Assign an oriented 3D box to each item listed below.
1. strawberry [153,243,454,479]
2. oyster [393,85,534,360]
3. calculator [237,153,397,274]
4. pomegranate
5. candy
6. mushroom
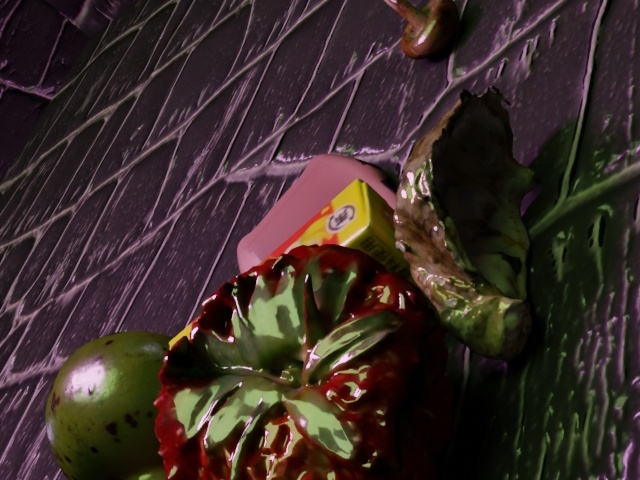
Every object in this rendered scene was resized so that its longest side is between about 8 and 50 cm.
[{"bbox_3d":[-0.006,0.153,0.922,0.261,0.258,0.261,-11,54,16],"label":"strawberry"},{"bbox_3d":[0.139,-0.029,1.010,0.094,0.166,0.294,-37,15,36],"label":"oyster"},{"bbox_3d":[0.000,0.000,1.295,0.220,0.048,0.329,-48,27,0],"label":"calculator"},{"bbox_3d":[-0.189,0.207,1.182,0.202,0.202,0.248,-38,55,26],"label":"pomegranate"},{"bbox_3d":[-0.009,0.085,1.075,0.276,0.146,0.088,-39,27,20],"label":"candy"},{"bbox_3d":[0.128,-0.286,1.438,0.088,0.073,0.129,-54,55,26],"label":"mushroom"}]
